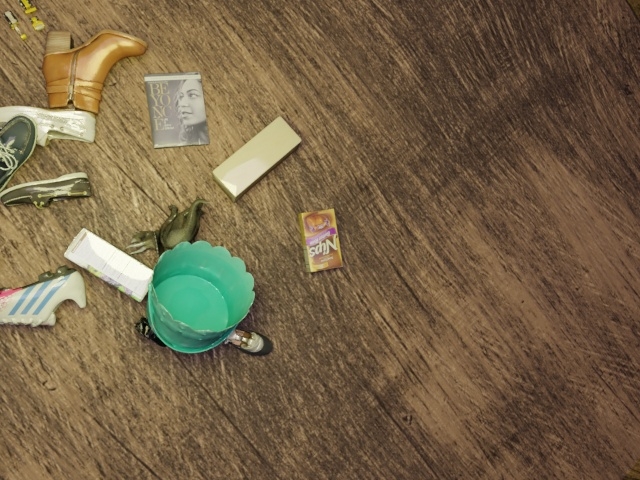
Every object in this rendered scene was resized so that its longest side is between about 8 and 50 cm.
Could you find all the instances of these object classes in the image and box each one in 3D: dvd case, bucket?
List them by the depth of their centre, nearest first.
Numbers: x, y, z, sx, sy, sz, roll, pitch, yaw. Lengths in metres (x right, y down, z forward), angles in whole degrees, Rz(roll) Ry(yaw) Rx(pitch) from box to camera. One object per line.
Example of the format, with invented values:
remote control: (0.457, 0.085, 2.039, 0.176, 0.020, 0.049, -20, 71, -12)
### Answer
bucket: (-0.337, 0.160, 1.487, 0.281, 0.183, 0.281, 15, 53, -20)
dvd case: (-0.428, -0.390, 1.627, 0.164, 0.018, 0.222, -8, 89, -16)

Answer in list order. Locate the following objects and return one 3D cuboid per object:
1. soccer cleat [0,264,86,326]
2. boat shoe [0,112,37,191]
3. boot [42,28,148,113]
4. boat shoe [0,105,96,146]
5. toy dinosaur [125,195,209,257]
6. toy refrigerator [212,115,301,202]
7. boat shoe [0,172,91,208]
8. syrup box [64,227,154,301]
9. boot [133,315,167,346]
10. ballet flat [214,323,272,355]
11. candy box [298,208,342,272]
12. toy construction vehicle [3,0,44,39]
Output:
soccer cleat: (-0.788, 0.182, 1.440, 0.331, 0.116, 0.143, -21, 98, -15)
boat shoe: (-0.834, -0.218, 1.425, 0.095, 0.079, 0.254, 40, 100, -17)
boot: (-0.626, -0.468, 1.525, 0.283, 0.109, 0.220, -2, 86, -14)
boat shoe: (-0.760, -0.305, 1.485, 0.276, 0.098, 0.096, -2, 86, -17)
toy dinosaur: (-0.389, -0.030, 1.523, 0.121, 0.313, 0.160, 44, 51, -36)
toy refrigerator: (-0.193, -0.243, 1.649, 0.269, 0.094, 0.102, -43, 92, -15)
boat shoe: (-0.747, -0.126, 1.486, 0.227, 0.081, 0.069, -17, 88, -19)
syrup box: (-0.576, 0.068, 1.518, 0.236, 0.093, 0.096, 33, 79, -12)
boot: (-0.471, 0.261, 1.534, 0.121, 0.099, 0.045, 45, 78, -9)
ballet flat: (-0.232, 0.294, 1.616, 0.203, 0.074, 0.074, 25, 80, -13)
candy box: (0.000, 0.000, 1.710, 0.109, 0.053, 0.187, -9, 91, -17)
toy construction vehicle: (-0.828, -0.618, 1.521, 0.086, 0.035, 0.098, -41, 101, -25)
